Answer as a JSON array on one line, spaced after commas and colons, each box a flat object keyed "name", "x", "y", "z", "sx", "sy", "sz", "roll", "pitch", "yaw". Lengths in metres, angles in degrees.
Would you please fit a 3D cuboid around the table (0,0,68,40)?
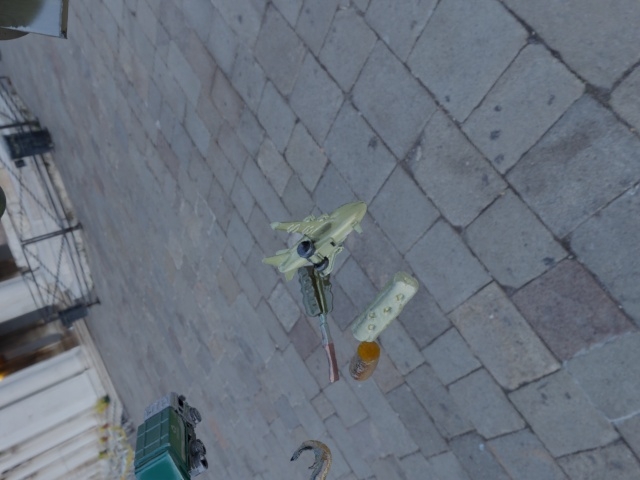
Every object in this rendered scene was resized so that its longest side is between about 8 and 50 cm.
[{"name": "table", "x": -0.341, "y": -0.309, "z": 0.552, "sx": 0.227, "sy": 0.167, "sz": 0.167, "roll": 22, "pitch": 127, "yaw": 34}]

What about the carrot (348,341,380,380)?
[{"name": "carrot", "x": 0.110, "y": 0.307, "z": 1.215, "sx": 0.067, "sy": 0.067, "sz": 0.225, "roll": 53, "pitch": 163, "yaw": 21}]

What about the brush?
[{"name": "brush", "x": 0.008, "y": 0.208, "z": 1.232, "sx": 0.071, "sy": 0.084, "sz": 0.300, "roll": -31, "pitch": 68, "yaw": 63}]

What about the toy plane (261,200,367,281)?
[{"name": "toy plane", "x": 0.000, "y": 0.000, "z": 1.036, "sx": 0.229, "sy": 0.244, "sz": 0.092, "roll": 45, "pitch": -163, "yaw": -49}]

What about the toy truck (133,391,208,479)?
[{"name": "toy truck", "x": -0.317, "y": 0.431, "z": 1.019, "sx": 0.124, "sy": 0.114, "sz": 0.253, "roll": 61, "pitch": 176, "yaw": -27}]

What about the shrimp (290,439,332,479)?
[{"name": "shrimp", "x": -0.047, "y": 0.844, "z": 1.774, "sx": 0.152, "sy": 0.219, "sz": 0.046, "roll": 14, "pitch": 167, "yaw": 19}]

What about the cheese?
[{"name": "cheese", "x": 0.134, "y": 0.143, "z": 1.019, "sx": 0.194, "sy": 0.065, "sz": 0.043, "roll": -57, "pitch": 19, "yaw": 31}]

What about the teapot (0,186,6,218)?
[{"name": "teapot", "x": -0.653, "y": -0.046, "z": 0.892, "sx": 0.119, "sy": 0.131, "sz": 0.165, "roll": -42, "pitch": 58, "yaw": 57}]
